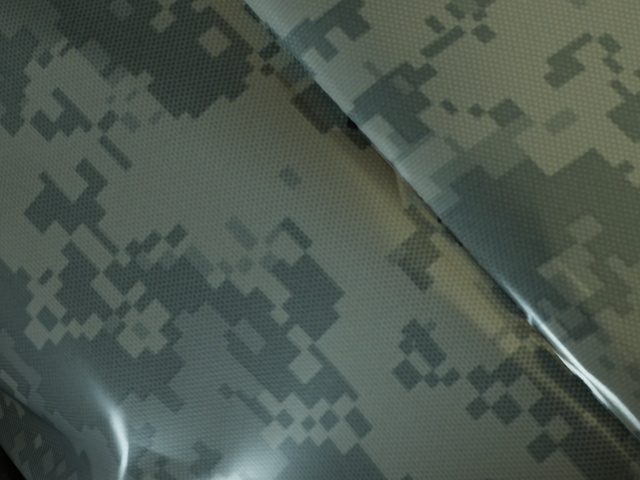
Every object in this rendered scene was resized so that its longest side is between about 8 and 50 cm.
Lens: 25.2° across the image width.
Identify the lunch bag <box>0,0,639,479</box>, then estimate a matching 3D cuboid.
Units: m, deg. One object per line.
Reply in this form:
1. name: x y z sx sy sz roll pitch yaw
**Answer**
1. lunch bag: 0.000 0.000 0.421 0.256 0.212 0.305 -41 79 1
